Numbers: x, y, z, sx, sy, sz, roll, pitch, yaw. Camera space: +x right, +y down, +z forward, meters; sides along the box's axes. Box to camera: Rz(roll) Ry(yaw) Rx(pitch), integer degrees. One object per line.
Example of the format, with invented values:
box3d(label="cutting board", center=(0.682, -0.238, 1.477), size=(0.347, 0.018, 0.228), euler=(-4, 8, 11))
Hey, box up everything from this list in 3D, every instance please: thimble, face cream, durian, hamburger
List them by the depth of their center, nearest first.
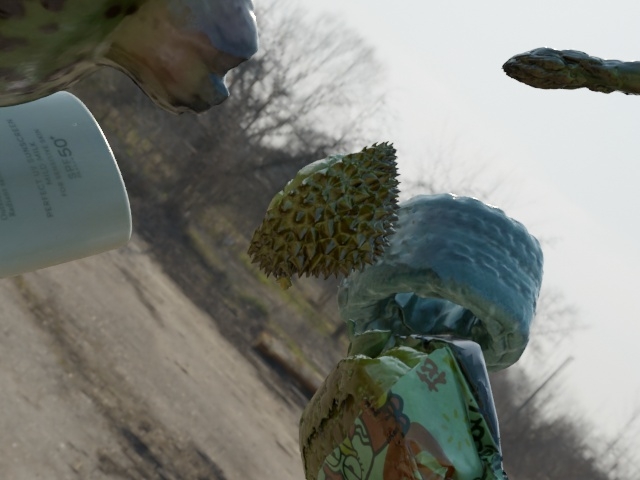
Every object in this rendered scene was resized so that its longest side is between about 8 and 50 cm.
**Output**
box3d(label="face cream", center=(-0.339, -0.037, 0.802), size=(0.348, 0.081, 0.174), euler=(-16, 78, -45))
box3d(label="hamburger", center=(0.054, 0.170, 0.829), size=(0.125, 0.214, 0.235), euler=(-1, 63, -39))
box3d(label="durian", center=(0.000, 0.000, 0.870), size=(0.102, 0.146, 0.208), euler=(58, -41, 18))
box3d(label="thimble", center=(0.135, 0.050, 1.071), size=(0.235, 0.143, 0.198), euler=(5, -39, 22))

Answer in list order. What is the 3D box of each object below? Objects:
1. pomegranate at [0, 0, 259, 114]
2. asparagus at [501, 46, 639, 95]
box3d(label="pomegranate", center=(-0.129, -0.164, 0.381), size=(0.270, 0.254, 0.254), euler=(50, -2, -14))
box3d(label="asparagus", center=(0.206, -0.118, 0.660), size=(0.165, 0.036, 0.030), euler=(14, -43, 32))
